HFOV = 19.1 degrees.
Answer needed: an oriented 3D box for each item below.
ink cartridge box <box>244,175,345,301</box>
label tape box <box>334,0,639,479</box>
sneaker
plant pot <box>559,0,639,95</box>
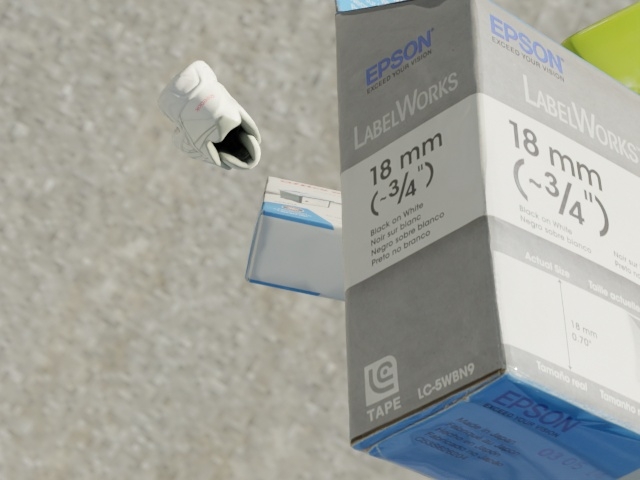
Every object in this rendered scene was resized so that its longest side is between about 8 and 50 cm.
[{"bbox_3d":[0.000,0.000,1.958,0.191,0.139,0.082,-90,-168,-77],"label":"ink cartridge box"},{"bbox_3d":[0.127,-0.019,1.015,0.240,0.106,0.334,25,48,-36],"label":"label tape box"},{"bbox_3d":[-0.112,-0.114,2.180,0.090,0.115,0.232,-43,163,0],"label":"sneaker"},{"bbox_3d":[0.319,-0.089,1.597,0.227,0.207,0.228,-26,167,-12],"label":"plant pot"}]
